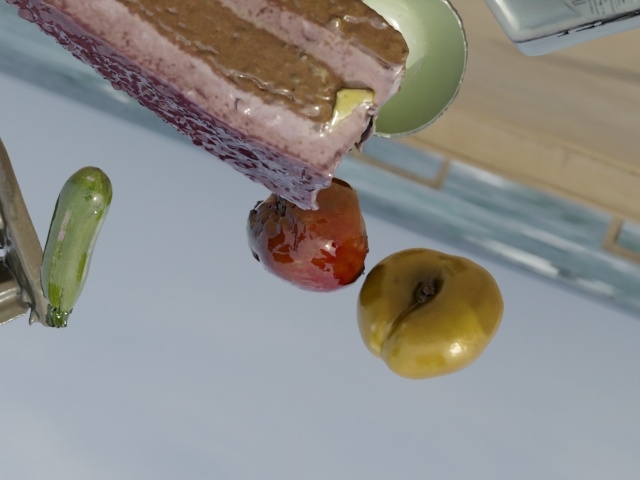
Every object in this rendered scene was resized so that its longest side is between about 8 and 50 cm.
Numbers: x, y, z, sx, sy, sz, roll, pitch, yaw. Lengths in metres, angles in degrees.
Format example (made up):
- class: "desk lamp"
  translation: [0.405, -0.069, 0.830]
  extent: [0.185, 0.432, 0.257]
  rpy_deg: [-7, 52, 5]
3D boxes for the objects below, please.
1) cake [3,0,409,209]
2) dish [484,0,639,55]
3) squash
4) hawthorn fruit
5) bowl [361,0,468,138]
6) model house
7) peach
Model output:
- class: "cake"
  translation: [-0.070, -0.132, 0.806]
  extent: [0.295, 0.116, 0.113]
  rpy_deg: [34, 164, -21]
- class: "dish"
  translation: [0.211, -0.222, 1.117]
  extent: [0.243, 0.080, 0.182]
  rpy_deg: [-11, 126, 41]
- class: "squash"
  translation: [-0.233, 0.005, 1.326]
  extent: [0.052, 0.183, 0.052]
  rpy_deg: [13, -146, -9]
- class: "hawthorn fruit"
  translation: [0.000, 0.000, 1.698]
  extent: [0.172, 0.148, 0.148]
  rpy_deg: [45, 169, -31]
- class: "bowl"
  translation: [0.081, -0.247, 1.882]
  extent: [0.211, 0.211, 0.112]
  rpy_deg: [20, -174, -29]
- class: "model house"
  translation: [-0.394, 0.005, 1.516]
  extent: [0.188, 0.229, 0.122]
  rpy_deg: [-17, -166, -3]
- class: "peach"
  translation: [0.126, 0.085, 1.676]
  extent: [0.179, 0.179, 0.103]
  rpy_deg: [22, 147, 34]
